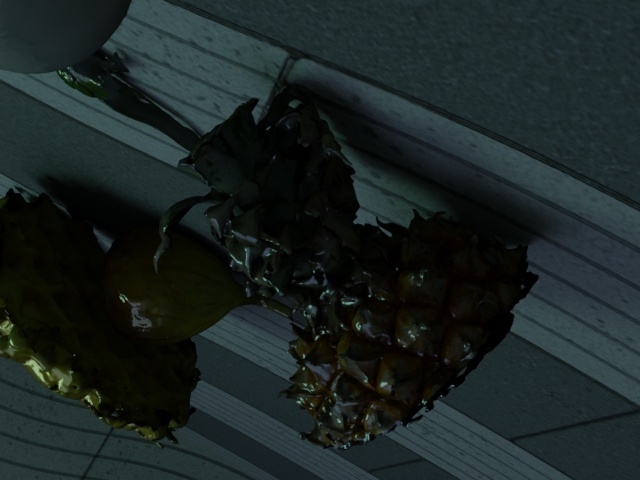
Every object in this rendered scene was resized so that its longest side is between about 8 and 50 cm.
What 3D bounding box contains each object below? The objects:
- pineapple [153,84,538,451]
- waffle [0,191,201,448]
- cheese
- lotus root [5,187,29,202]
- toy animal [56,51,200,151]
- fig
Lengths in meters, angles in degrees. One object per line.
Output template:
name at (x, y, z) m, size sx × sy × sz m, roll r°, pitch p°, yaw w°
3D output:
pineapple at (0.000, 0.000, 0.999) m, size 0.272 × 0.262 × 0.262 m, roll 47°, pitch 158°, yaw -13°
waffle at (-0.315, 0.104, 1.604) m, size 0.382 × 0.095 × 0.380 m, roll 39°, pitch -163°, yaw -22°
cheese at (-0.221, -0.207, 0.835) m, size 0.189 × 0.154 × 0.198 m, roll 43°, pitch 173°, yaw 28°
lotus root at (-0.421, 0.032, 1.821) m, size 0.123 × 0.124 × 0.241 m, roll 29°, pitch 165°, yaw 37°
toy animal at (-0.192, -0.146, 1.143) m, size 0.216 × 0.041 × 0.075 m, roll 32°, pitch 163°, yaw -18°
fig at (-0.159, 0.071, 1.549) m, size 0.257 × 0.159 × 0.159 m, roll 13°, pitch 162°, yaw -3°
